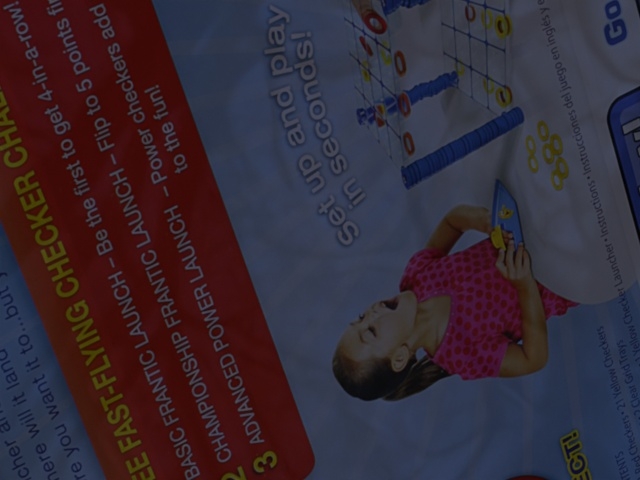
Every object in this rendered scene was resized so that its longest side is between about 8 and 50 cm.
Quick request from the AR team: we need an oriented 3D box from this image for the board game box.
[{"bbox_3d":[0.000,0.000,0.581,0.302,0.086,0.308,-26,113,-19],"label":"board game box"}]
